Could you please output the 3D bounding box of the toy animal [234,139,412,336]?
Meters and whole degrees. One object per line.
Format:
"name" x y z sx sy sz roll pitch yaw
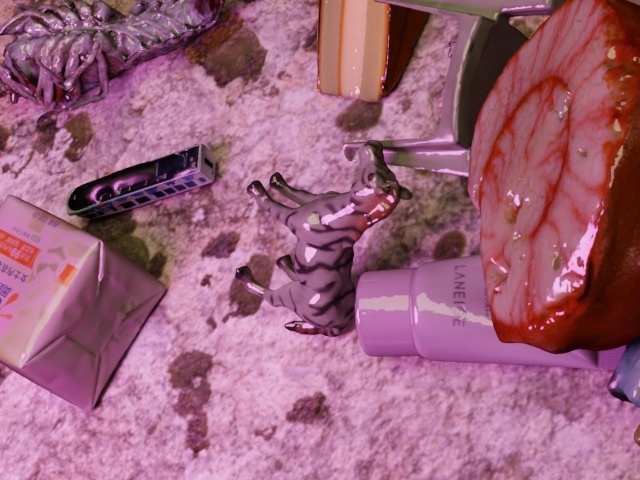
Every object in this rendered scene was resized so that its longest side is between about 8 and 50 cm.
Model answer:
"toy animal" -0.010 -0.013 1.869 0.090 0.255 0.170 -23 57 -36

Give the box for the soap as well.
"soap" -0.324 0.072 2.064 0.199 0.138 0.182 24 79 40

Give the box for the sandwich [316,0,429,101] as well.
"sandwich" 0.040 -0.278 2.030 0.117 0.144 0.187 13 70 40

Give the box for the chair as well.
"chair" 0.198 -0.149 1.828 0.274 0.190 0.203 11 86 43

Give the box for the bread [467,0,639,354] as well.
"bread" 0.240 -0.064 1.557 0.295 0.114 0.328 123 156 -44

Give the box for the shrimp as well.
"shrimp" -0.301 -0.259 2.247 0.410 0.166 0.221 -11 55 14

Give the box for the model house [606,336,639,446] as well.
"model house" 0.401 0.091 1.563 0.230 0.249 0.280 31 94 2

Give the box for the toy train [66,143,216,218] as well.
"toy train" -0.224 -0.068 2.142 0.207 0.047 0.043 -16 55 26

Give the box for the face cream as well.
"face cream" 0.176 0.070 1.777 0.274 0.096 0.154 -5 58 17
